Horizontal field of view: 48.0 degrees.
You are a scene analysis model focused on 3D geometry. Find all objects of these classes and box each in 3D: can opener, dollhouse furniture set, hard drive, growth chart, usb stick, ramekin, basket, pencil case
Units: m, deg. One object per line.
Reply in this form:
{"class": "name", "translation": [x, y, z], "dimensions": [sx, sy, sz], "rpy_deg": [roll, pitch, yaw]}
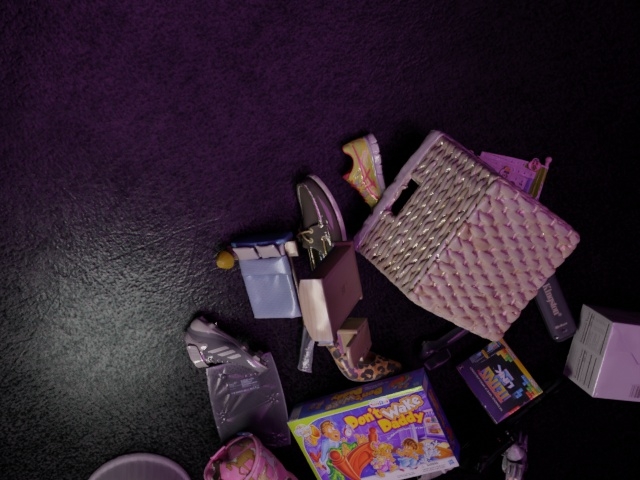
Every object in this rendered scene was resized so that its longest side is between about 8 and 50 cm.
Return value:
{"class": "can opener", "translation": [0.320, 0.249, 1.788], "dimensions": [0.186, 0.059, 0.073], "rpy_deg": [-36, 83, -11]}
{"class": "dollhouse furniture set", "translation": [-0.081, 0.149, 1.548], "dimensions": [0.303, 0.198, 0.286], "rpy_deg": [-2, 111, 24]}
{"class": "hard drive", "translation": [-0.172, 0.389, 1.718], "dimensions": [0.172, 0.054, 0.255], "rpy_deg": [-13, 108, -8]}
{"class": "growth chart", "translation": [0.429, -0.130, 1.725], "dimensions": [0.237, 0.021, 0.172], "rpy_deg": [5, 105, -13]}
{"class": "usb stick", "translation": [0.574, 0.132, 1.813], "dimensions": [0.077, 0.045, 0.278], "rpy_deg": [-29, 109, -4]}
{"class": "ramekin", "translation": [-0.431, 0.656, 1.692], "dimensions": [0.277, 0.135, 0.277], "rpy_deg": [-3, 105, -12]}
{"class": "basket", "translation": [0.315, 0.001, 1.562], "dimensions": [0.331, 0.266, 0.328], "rpy_deg": [28, 103, -35]}
{"class": "pencil case", "translation": [-0.101, 0.612, 1.702], "dimensions": [0.160, 0.167, 0.386], "rpy_deg": [-25, 124, 24]}

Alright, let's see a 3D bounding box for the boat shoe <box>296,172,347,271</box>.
{"class": "boat shoe", "translation": [0.002, 0.001, 1.616], "dimensions": [0.091, 0.109, 0.305], "rpy_deg": [-26, 113, -20]}

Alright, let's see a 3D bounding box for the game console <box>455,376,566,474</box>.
{"class": "game console", "translation": [0.486, 0.464, 1.815], "dimensions": [0.361, 0.213, 0.044], "rpy_deg": [-36, 80, -14]}

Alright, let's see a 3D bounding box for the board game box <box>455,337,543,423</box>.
{"class": "board game box", "translation": [0.445, 0.348, 1.796], "dimensions": [0.141, 0.048, 0.170], "rpy_deg": [-35, 72, -3]}

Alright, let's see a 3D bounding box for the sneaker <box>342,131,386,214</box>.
{"class": "sneaker", "translation": [0.099, -0.136, 1.629], "dimensions": [0.094, 0.081, 0.208], "rpy_deg": [-12, 102, 0]}

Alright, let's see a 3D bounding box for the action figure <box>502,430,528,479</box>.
{"class": "action figure", "translation": [0.501, 0.622, 1.870], "dimensions": [0.185, 0.099, 0.285], "rpy_deg": [-46, 133, -43]}

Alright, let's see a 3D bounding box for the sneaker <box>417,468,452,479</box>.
{"class": "sneaker", "translation": [0.220, 0.514, 1.810], "dimensions": [0.115, 0.105, 0.281], "rpy_deg": [-40, 108, 4]}

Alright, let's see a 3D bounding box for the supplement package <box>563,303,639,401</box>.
{"class": "supplement package", "translation": [0.800, 0.295, 1.853], "dimensions": [0.261, 0.145, 0.204], "rpy_deg": [9, 102, -14]}

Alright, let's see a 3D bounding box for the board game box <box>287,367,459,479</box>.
{"class": "board game box", "translation": [0.127, 0.463, 1.715], "dimensions": [0.347, 0.078, 0.233], "rpy_deg": [-20, 107, 19]}

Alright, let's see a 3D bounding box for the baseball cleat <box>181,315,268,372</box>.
{"class": "baseball cleat", "translation": [-0.222, 0.262, 1.638], "dimensions": [0.206, 0.072, 0.109], "rpy_deg": [33, 88, 13]}

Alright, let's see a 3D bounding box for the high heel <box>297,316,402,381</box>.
{"class": "high heel", "translation": [0.081, 0.234, 1.709], "dimensions": [0.261, 0.093, 0.186], "rpy_deg": [7, 106, -7]}
